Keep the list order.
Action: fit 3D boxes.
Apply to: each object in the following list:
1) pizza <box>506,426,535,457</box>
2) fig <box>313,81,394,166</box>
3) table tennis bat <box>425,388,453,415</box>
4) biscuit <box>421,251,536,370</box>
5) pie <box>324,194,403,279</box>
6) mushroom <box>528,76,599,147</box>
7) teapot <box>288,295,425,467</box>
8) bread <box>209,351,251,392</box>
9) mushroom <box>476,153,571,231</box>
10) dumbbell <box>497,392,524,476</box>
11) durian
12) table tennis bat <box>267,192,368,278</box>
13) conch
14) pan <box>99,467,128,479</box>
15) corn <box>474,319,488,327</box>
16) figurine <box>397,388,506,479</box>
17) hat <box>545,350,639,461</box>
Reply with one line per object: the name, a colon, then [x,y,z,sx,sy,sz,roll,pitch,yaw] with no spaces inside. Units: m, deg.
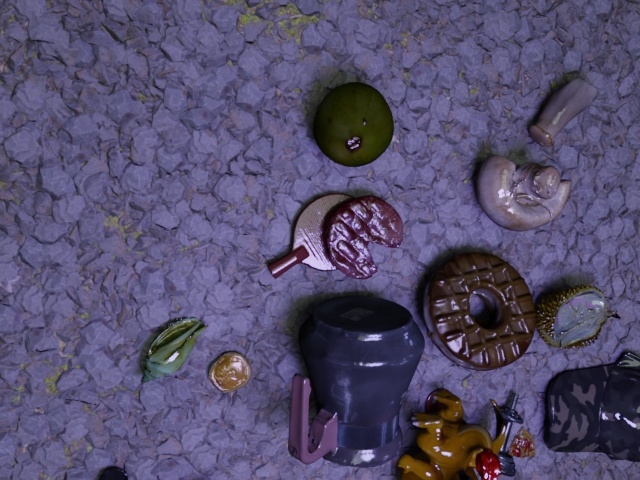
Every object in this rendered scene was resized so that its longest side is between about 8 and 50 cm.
pizza: [0.634,0.641,1.407,0.099,0.029,0.100,37,86,-14]
fig: [0.086,-0.274,1.111,0.202,0.225,0.203,-1,116,-1]
table tennis bat: [0.354,0.511,1.341,0.098,0.019,0.155,-4,93,-13]
biscuit: [0.433,0.189,1.241,0.331,0.103,0.332,4,72,-13]
pie: [0.114,-0.012,1.197,0.218,0.054,0.204,-35,104,-9]
mushroom: [0.694,-0.378,1.303,0.247,0.108,0.096,-45,62,-8]
teapot: [0.074,0.352,1.108,0.376,0.305,0.362,-13,107,-46]
bread: [-0.234,0.343,1.187,0.110,0.024,0.110,-1,96,-12]
mushroom: [0.550,-0.117,1.241,0.253,0.195,0.189,11,96,-10]
dumbbell: [0.544,0.576,1.349,0.110,0.110,0.255,21,84,-14]
durian: [0.735,0.218,1.339,0.237,0.138,0.194,0,92,-10]
table tennis bat: [0.000,0.000,1.205,0.310,0.038,0.200,-33,101,-9]
conch: [-0.371,0.271,1.126,0.094,0.079,0.201,32,70,-1]
pan: [-0.527,0.622,1.144,0.068,0.023,0.115,23,87,-14]
corn: [0.415,0.259,1.305,0.207,0.068,0.068,6,93,-13]
figurine: [0.335,0.622,1.173,0.267,0.401,0.387,1,101,20]
hat: [0.887,0.541,1.377,0.381,0.257,0.367,-4,94,-32]
